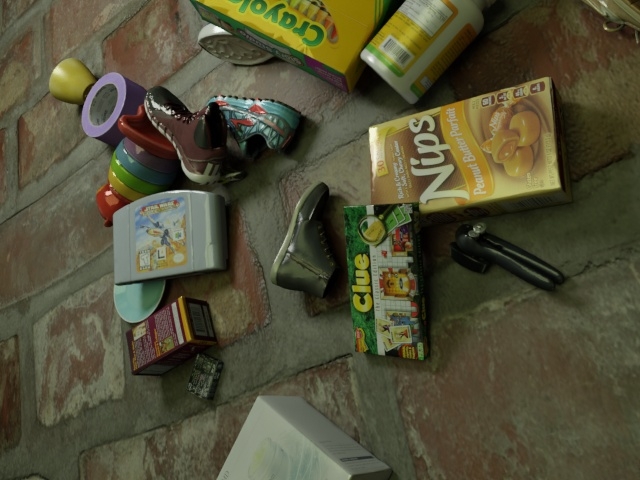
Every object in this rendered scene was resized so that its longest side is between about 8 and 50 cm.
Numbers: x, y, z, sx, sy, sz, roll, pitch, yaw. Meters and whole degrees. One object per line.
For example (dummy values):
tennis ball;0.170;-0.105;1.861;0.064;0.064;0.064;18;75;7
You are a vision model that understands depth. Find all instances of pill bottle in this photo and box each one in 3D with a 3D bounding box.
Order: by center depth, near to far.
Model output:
pill bottle;0.201;-0.379;1.026;0.246;0.136;0.136;-47;56;14

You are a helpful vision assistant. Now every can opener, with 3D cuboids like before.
can opener;0.291;0.025;0.906;0.186;0.073;0.059;25;52;34

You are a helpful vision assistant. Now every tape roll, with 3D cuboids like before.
tape roll;-0.568;-0.360;1.591;0.189;0.080;0.189;-10;71;33

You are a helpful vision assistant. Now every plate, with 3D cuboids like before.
plate;-0.432;0.107;1.395;0.188;0.024;0.188;-11;70;33

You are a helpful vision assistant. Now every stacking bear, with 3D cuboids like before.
stacking bear;-0.451;-0.156;1.406;0.289;0.164;0.175;-51;10;25

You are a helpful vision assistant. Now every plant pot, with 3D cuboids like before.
plant pot;-0.713;-0.455;1.701;0.095;0.134;0.134;31;96;12

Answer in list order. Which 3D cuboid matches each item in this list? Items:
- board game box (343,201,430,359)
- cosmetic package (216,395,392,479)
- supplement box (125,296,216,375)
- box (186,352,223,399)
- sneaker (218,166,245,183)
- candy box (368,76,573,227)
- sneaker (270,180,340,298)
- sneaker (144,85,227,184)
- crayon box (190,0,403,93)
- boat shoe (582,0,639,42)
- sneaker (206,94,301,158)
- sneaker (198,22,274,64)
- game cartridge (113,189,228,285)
board game box;0.110;0.067;0.972;0.136;0.030;0.260;-1;97;38
cosmetic package;-0.044;0.417;0.966;0.224;0.138;0.224;28;93;38
supplement box;-0.329;0.212;1.256;0.188;0.081;0.104;-31;61;24
box;-0.245;0.286;1.215;0.067;0.018;0.083;11;83;36
sneaker;-0.206;-0.153;1.308;0.083;0.031;0.035;-8;72;33
candy box;0.237;-0.131;0.959;0.316;0.087;0.183;-9;72;32
sneaker;0.000;0.000;1.106;0.118;0.083;0.222;18;80;18
sneaker;-0.281;-0.275;1.276;0.281;0.106;0.162;54;134;14
crayon box;-0.025;-0.514;1.132;0.363;0.106;0.313;29;85;11
boat shoe;0.460;-0.401;0.896;0.104;0.089;0.285;-26;62;-3
sneaker;-0.169;-0.247;1.267;0.262;0.104;0.125;12;87;38
sneaker;-0.124;-0.545;1.317;0.323;0.130;0.236;5;72;38
game cartridge;-0.351;-0.010;1.316;0.297;0.062;0.198;-10;82;22
